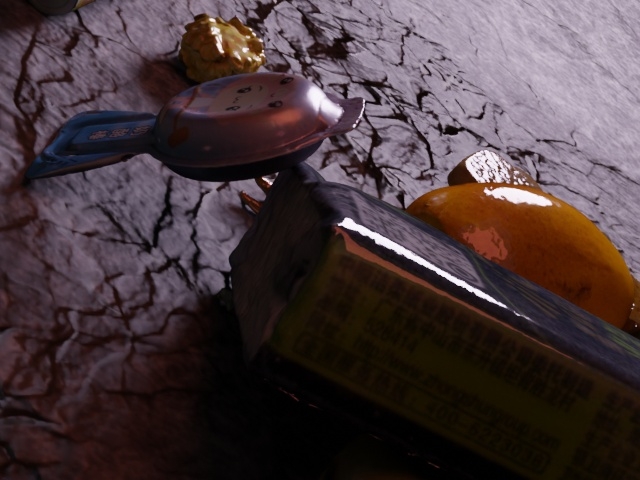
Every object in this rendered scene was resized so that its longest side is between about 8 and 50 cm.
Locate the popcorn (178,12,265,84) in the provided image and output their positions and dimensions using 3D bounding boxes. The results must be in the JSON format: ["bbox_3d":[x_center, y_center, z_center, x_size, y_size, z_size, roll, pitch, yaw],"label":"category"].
[{"bbox_3d":[-0.092,-0.173,1.118,0.082,0.057,0.083,-21,69,-47],"label":"popcorn"}]

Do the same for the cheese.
[{"bbox_3d":[-0.088,-0.082,0.897,0.245,0.052,0.135,-4,27,14],"label":"cheese"}]

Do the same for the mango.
[{"bbox_3d":[0.177,0.030,1.068,0.252,0.126,0.153,14,57,-26],"label":"mango"}]

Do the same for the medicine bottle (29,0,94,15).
[{"bbox_3d":[-0.189,-0.263,1.116,0.074,0.074,0.218,41,34,1],"label":"medicine bottle"}]

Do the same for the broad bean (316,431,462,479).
[{"bbox_3d":[0.081,0.207,0.803,0.263,0.121,0.189,21,31,-52],"label":"broad bean"}]

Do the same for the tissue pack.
[{"bbox_3d":[0.134,0.092,0.844,0.394,0.124,0.288,28,7,-12],"label":"tissue pack"}]

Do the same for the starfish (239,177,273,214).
[{"bbox_3d":[0.005,-0.003,1.024,0.133,0.041,0.130,12,43,-37],"label":"starfish"}]

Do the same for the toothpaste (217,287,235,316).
[{"bbox_3d":[-0.042,0.060,0.922,0.083,0.019,0.027,32,5,-13],"label":"toothpaste"}]

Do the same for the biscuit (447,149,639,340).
[{"bbox_3d":[0.256,0.034,1.233,0.320,0.047,0.183,33,37,-11],"label":"biscuit"}]
